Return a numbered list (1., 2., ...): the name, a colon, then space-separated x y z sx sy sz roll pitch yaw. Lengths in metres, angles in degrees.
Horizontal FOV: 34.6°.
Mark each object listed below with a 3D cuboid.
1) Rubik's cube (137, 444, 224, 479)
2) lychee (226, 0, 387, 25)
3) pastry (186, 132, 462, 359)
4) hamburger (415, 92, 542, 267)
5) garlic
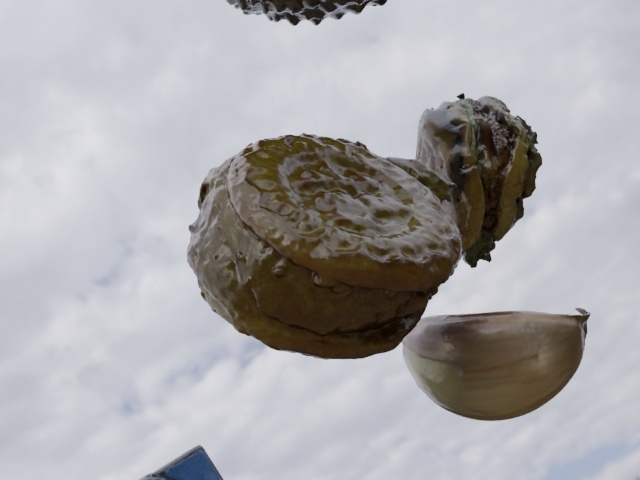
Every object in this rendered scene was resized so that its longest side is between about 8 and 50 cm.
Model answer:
1. Rubik's cube: -0.217 0.419 1.314 0.207 0.205 0.205 -40 -10 37
2. lychee: 0.000 -0.432 1.110 0.380 0.380 0.432 101 -166 -51
3. pastry: 0.000 0.000 0.943 0.240 0.235 0.132 20 -60 -6
4. hamburger: 0.179 -0.084 1.313 0.130 0.183 0.206 2 -52 -20
5. garlic: 0.190 0.128 1.069 0.207 0.115 0.128 -6 -12 5
